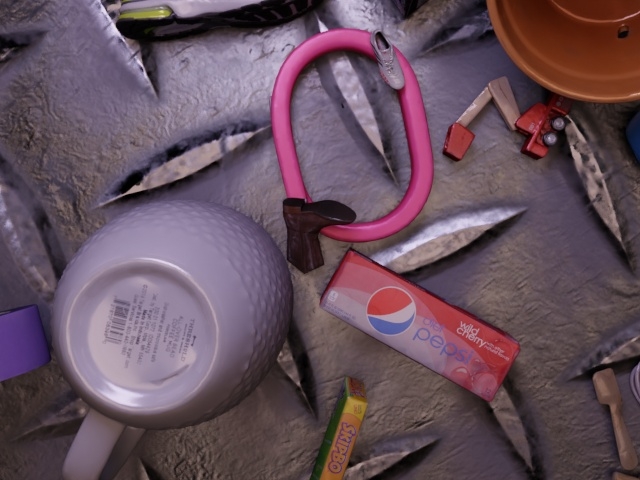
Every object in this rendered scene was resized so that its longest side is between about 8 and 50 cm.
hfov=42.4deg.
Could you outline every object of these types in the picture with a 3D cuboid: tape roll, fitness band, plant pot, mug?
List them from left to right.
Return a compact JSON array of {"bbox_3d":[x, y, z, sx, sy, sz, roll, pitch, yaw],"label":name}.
[{"bbox_3d":[-0.455,0.145,1.075,0.189,0.189,0.080,-15,92,2],"label":"tape roll"},{"bbox_3d":[-0.200,0.132,1.000,0.276,0.328,0.374,27,93,0],"label":"mug"},{"bbox_3d":[0.042,-0.141,1.121,0.209,0.054,0.290,-11,94,1],"label":"fitness band"},{"bbox_3d":[0.355,-0.335,0.999,0.291,0.203,0.290,7,119,13],"label":"plant pot"}]

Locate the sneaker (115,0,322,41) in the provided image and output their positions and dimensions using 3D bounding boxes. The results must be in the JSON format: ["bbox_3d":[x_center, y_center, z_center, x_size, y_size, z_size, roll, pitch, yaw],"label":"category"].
[{"bbox_3d":[-0.127,-0.348,1.090,0.300,0.111,0.121,-7,89,-1],"label":"sneaker"}]

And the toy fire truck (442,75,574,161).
[{"bbox_3d":[0.263,-0.177,1.119,0.135,0.047,0.192,27,92,1],"label":"toy fire truck"}]

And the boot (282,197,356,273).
[{"bbox_3d":[0.000,0.000,1.105,0.107,0.037,0.114,13,130,22],"label":"boot"}]

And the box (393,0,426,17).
[{"bbox_3d":[0.163,-0.432,1.051,0.247,0.163,0.142,-38,88,2],"label":"box"}]

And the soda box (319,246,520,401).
[{"bbox_3d":[0.132,0.111,1.117,0.263,0.083,0.092,29,93,0],"label":"soda box"}]

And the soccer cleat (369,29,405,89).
[{"bbox_3d":[0.088,-0.237,1.078,0.029,0.035,0.083,-23,92,-2],"label":"soccer cleat"}]

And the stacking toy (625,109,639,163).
[{"bbox_3d":[0.564,-0.196,1.075,0.302,0.165,0.175,-44,80,-9],"label":"stacking toy"}]

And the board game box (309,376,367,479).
[{"bbox_3d":[0.006,0.320,1.107,0.039,0.124,0.259,21,93,-1],"label":"board game box"}]

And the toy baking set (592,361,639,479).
[{"bbox_3d":[0.488,0.271,1.148,0.256,0.030,0.196,13,90,0],"label":"toy baking set"}]
